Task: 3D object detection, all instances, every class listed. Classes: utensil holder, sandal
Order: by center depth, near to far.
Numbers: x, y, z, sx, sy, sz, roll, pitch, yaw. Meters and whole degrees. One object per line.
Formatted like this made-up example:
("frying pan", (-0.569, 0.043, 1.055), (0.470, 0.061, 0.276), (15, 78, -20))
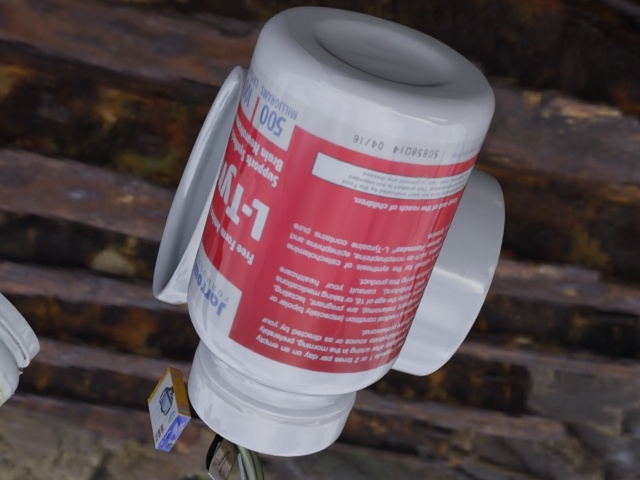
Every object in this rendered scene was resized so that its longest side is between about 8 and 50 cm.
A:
("utensil holder", (0.009, -0.017, 1.642), (0.385, 0.327, 0.327), (19, 158, -15))
("sandal", (-0.155, 0.348, 2.022), (0.086, 0.303, 0.120), (-13, 178, -12))

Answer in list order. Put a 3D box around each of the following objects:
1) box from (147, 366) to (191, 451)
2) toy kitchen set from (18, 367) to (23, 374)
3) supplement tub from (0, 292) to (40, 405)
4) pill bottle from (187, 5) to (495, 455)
("box", (-0.250, 0.283, 2.000), (0.028, 0.136, 0.081), (20, 117, -29))
("toy kitchen set", (-0.619, 0.254, 2.293), (0.083, 0.068, 0.075), (-26, 140, 28))
("supplement tub", (-0.617, 0.215, 1.858), (0.235, 0.325, 0.235), (32, 151, 20))
("pill bottle", (0.000, 0.000, 1.184), (0.229, 0.229, 0.407), (14, 117, -9))
